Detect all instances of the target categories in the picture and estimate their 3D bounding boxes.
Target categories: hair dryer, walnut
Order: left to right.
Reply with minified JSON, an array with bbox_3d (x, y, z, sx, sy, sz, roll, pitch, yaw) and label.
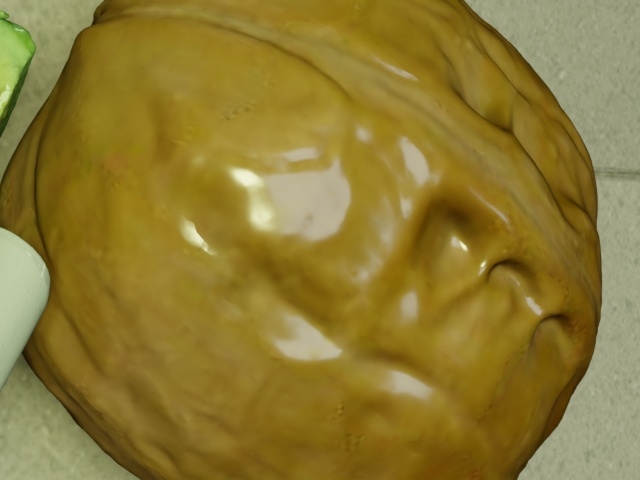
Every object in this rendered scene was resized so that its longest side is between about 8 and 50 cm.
[{"bbox_3d":[-0.208,0.105,0.908,0.073,0.236,0.131,23,50,1],"label":"hair dryer"},{"bbox_3d":[0.000,0.000,1.020,0.398,0.308,0.354,39,65,-34],"label":"walnut"}]

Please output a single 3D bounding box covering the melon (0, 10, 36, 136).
[{"bbox_3d":[-0.269,0.008,0.898,0.196,0.124,0.323,54,53,-31],"label":"melon"}]
